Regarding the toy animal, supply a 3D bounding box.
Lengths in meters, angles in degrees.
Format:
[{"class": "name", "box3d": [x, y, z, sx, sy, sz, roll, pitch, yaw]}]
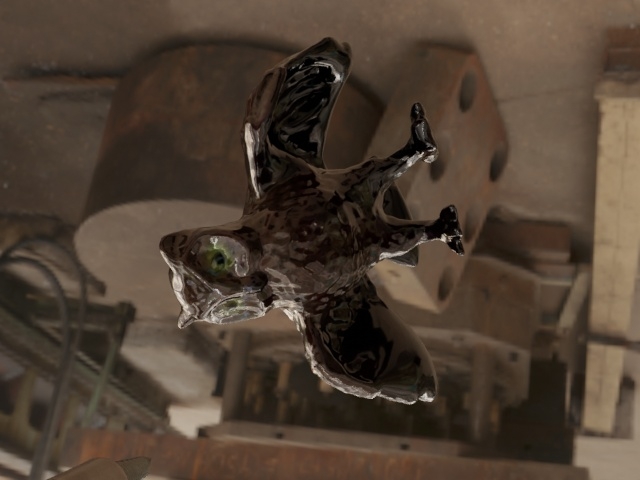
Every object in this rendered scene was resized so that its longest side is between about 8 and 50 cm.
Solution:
[{"class": "toy animal", "box3d": [-0.007, 0.002, 0.575, 0.179, 0.218, 0.116, -18, -175, -20]}]

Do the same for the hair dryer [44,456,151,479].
[{"class": "hair dryer", "box3d": [-0.157, 0.122, 0.502, 0.053, 0.220, 0.195, -43, 92, 20]}]
